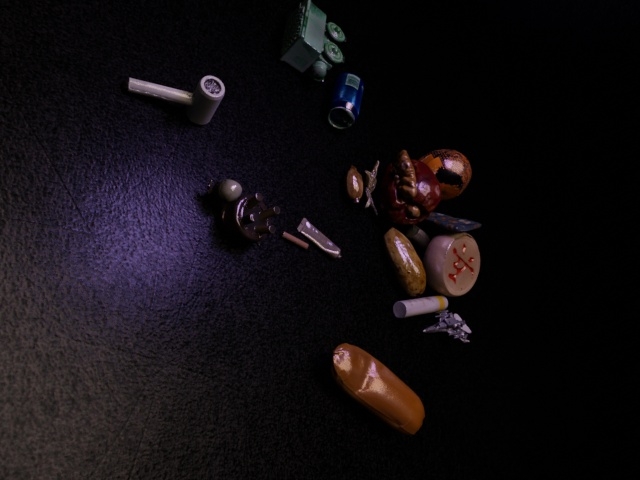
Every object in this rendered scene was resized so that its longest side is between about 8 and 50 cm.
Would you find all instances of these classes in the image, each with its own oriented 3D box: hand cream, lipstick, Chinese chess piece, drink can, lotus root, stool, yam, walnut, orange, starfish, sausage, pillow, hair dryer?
[{"bbox_3d":[0.000,0.000,1.468,0.165,0.037,0.057,40,46,-14],"label":"hand cream"},{"bbox_3d":[-0.074,0.000,1.394,0.094,0.019,0.019,29,51,-32],"label":"lipstick"},{"bbox_3d":[0.486,0.085,1.799,0.250,0.103,0.249,-7,100,-39],"label":"Chinese chess piece"},{"bbox_3d":[0.088,-0.501,1.742,0.118,0.118,0.205,36,49,-28],"label":"drink can"},{"bbox_3d":[0.292,0.076,1.676,0.110,0.097,0.258,-20,81,-46],"label":"lotus root"},{"bbox_3d":[0.350,0.228,1.682,0.264,0.059,0.059,1,70,-46],"label":"lipstick"},{"bbox_3d":[-0.196,-0.079,1.239,0.217,0.121,0.125,57,43,-15],"label":"stool"},{"bbox_3d":[0.400,0.006,1.840,0.169,0.068,0.068,39,47,-27],"label":"yam"},{"bbox_3d":[0.309,-0.197,1.742,0.269,0.222,0.244,-93,160,-47],"label":"walnut"},{"bbox_3d":[0.481,-0.262,1.935,0.234,0.234,0.182,23,71,-37],"label":"orange"},{"bbox_3d":[0.174,-0.191,1.689,0.176,0.053,0.208,72,21,-56],"label":"starfish"},{"bbox_3d":[0.145,0.404,1.343,0.354,0.116,0.134,43,59,-18],"label":"sausage"},{"bbox_3d":[0.456,-0.075,1.827,0.189,0.256,0.034,-5,110,-47],"label":"pillow"},{"bbox_3d":[0.110,-0.193,1.648,0.072,0.063,0.152,28,53,-48],"label":"lotus root"},{"bbox_3d":[-0.372,-0.376,1.220,0.236,0.131,0.073,9,66,-28],"label":"hair dryer"}]

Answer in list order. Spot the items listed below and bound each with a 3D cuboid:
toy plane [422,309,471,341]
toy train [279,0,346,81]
[{"bbox_3d":[0.457,0.302,1.739,0.234,0.082,0.160,10,37,-43],"label":"toy plane"},{"bbox_3d":[-0.022,-0.696,1.709,0.202,0.145,0.266,27,52,-30],"label":"toy train"}]
